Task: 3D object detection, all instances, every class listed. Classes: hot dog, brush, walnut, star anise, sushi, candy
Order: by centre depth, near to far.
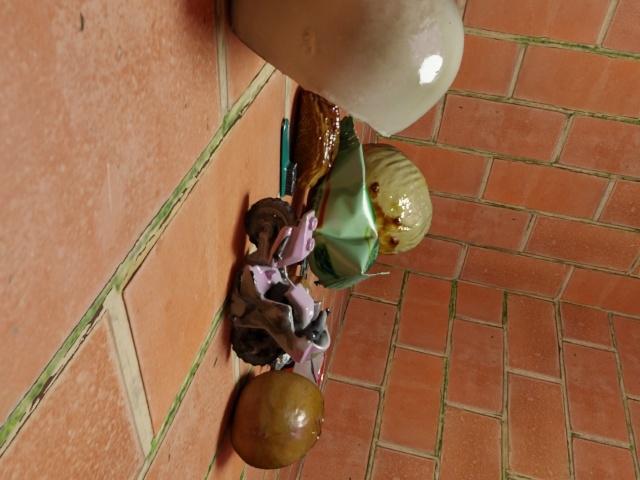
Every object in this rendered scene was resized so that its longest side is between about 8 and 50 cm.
[{"bbox_3d":[-0.064,-0.168,1.253,0.043,0.032,0.193,-70,170,-47],"label":"brush"},{"bbox_3d":[-0.084,0.379,1.312,0.298,0.203,0.203,-23,124,-71],"label":"walnut"},{"bbox_3d":[-0.011,-0.225,1.323,0.160,0.099,0.227,-72,167,-62],"label":"hot dog"},{"bbox_3d":[-0.068,0.135,1.434,0.124,0.105,0.105,-60,161,-49],"label":"walnut"},{"bbox_3d":[0.051,-0.085,1.471,0.263,0.172,0.398,-15,-107,62],"label":"candy"},{"bbox_3d":[-0.065,0.229,1.499,0.230,0.081,0.262,-57,-172,-26],"label":"star anise"},{"bbox_3d":[-0.047,0.009,1.642,0.139,0.031,0.201,61,38,-77],"label":"sushi"}]

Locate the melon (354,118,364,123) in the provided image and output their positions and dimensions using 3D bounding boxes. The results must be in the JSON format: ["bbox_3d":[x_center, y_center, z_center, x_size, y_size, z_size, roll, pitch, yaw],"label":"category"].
[{"bbox_3d":[0.137,-0.521,1.700,0.331,0.226,0.343,26,72,-38],"label":"melon"}]

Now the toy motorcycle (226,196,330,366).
[{"bbox_3d":[-0.060,0.090,1.080,0.143,0.188,0.327,-39,141,-67],"label":"toy motorcycle"}]

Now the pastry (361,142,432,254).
[{"bbox_3d":[0.183,-0.124,1.992,0.388,0.313,0.388,58,-10,17],"label":"pastry"}]

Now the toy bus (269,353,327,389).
[{"bbox_3d":[-0.078,0.421,1.630,0.127,0.147,0.302,97,8,-67],"label":"toy bus"}]

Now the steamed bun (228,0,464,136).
[{"bbox_3d":[0.044,-0.295,0.788,0.206,0.324,0.324,-53,180,17],"label":"steamed bun"}]
